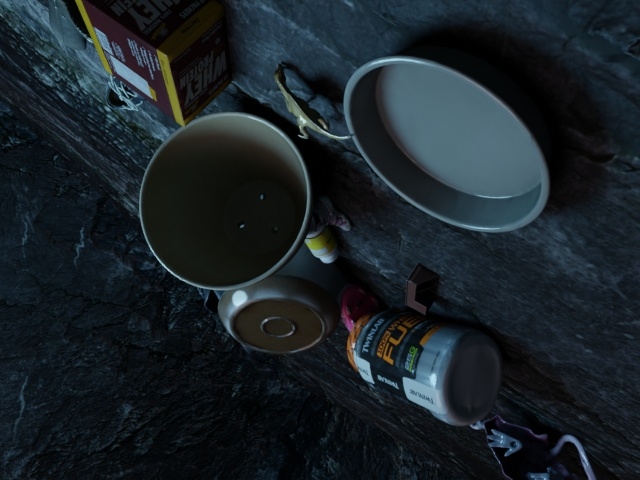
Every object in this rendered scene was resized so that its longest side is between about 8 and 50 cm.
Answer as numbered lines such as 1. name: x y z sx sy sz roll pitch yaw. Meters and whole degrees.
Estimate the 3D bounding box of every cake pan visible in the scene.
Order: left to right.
1. cake pan: 0.163 -0.128 0.693 0.293 0.054 0.293 34 160 14

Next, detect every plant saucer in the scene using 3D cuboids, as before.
1. plant saucer: -0.104 0.202 1.346 0.311 0.050 0.310 0 136 0

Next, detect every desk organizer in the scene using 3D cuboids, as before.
1. desk organizer: 0.212 0.105 1.126 0.050 0.047 0.130 28 158 21

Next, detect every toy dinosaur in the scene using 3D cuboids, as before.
1. toy dinosaur: -0.021 -0.192 0.834 0.183 0.053 0.092 50 -177 19

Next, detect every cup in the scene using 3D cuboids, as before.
1. cup: -0.156 -0.064 1.084 0.331 0.331 0.237 35 -179 12

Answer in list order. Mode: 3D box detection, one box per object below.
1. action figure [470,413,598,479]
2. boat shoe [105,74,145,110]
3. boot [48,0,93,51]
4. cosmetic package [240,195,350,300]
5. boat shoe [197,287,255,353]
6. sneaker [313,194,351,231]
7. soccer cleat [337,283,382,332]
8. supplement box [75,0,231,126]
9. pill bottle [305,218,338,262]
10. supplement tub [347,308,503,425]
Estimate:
1. action figure: 0.547 0.564 1.434 0.276 0.248 0.370 -16 152 14
2. boat shoe: -0.440 -0.351 1.234 0.255 0.079 0.095 11 146 53
3. boot: -0.525 -0.461 1.154 0.189 0.076 0.208 56 152 -4
4. cosmetic package: -0.100 0.057 1.411 0.217 0.156 0.385 13 147 48
5. boat shoe: -0.302 0.137 1.632 0.500 0.156 0.187 46 173 22
6. sneaker: 0.014 -0.039 1.125 0.098 0.069 0.038 45 160 -16
7. soccer cleat: 0.128 0.239 1.460 0.331 0.116 0.143 49 158 -27
8. supplement box: -0.269 -0.333 0.896 0.194 0.129 0.191 36 160 9
9. pill bottle: 0.000 0.000 1.243 0.065 0.065 0.116 22 154 40
10. supplement tub: 0.225 0.275 1.237 0.207 0.207 0.338 50 157 -27
